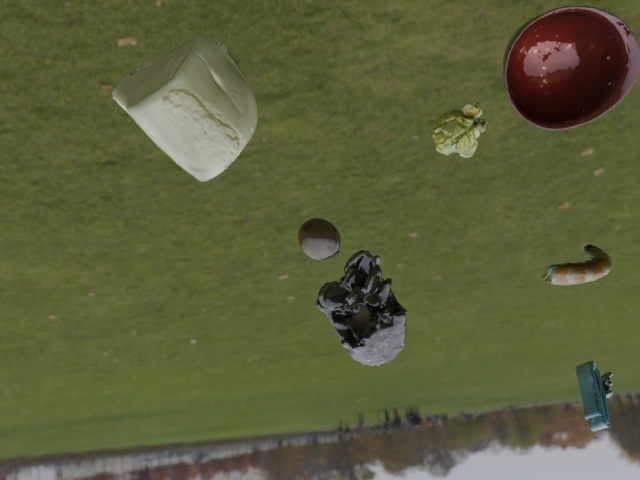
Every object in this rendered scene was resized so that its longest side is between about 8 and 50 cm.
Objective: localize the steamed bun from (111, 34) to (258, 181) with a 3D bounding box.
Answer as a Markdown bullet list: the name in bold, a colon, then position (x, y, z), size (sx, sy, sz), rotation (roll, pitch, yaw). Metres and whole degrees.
- **steamed bun**: position (-0.271, -0.305, 1.720), size (0.290, 0.272, 0.273), rotation (39, -178, -35)

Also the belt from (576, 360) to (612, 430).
- **belt**: position (0.676, 0.387, 1.897), size (0.065, 0.179, 0.100), rotation (-28, 128, 35)

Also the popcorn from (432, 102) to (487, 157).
- **popcorn**: position (0.372, -0.295, 2.103), size (0.141, 0.135, 0.162), rotation (-36, 147, -27)

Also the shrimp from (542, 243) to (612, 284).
- **shrimp**: position (0.617, 0.052, 1.865), size (0.161, 0.049, 0.166), rotation (-6, -154, 20)

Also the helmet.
- **helmet**: position (0.679, -0.510, 2.220), size (0.384, 0.338, 0.230), rotation (-11, -157, -4)

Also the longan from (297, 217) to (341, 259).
- **longan**: position (0.000, 0.000, 1.755), size (0.113, 0.092, 0.113), rotation (30, 168, 7)

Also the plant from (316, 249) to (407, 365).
- **plant**: position (0.114, 0.180, 1.942), size (0.199, 0.188, 0.276), rotation (-30, 134, -9)
